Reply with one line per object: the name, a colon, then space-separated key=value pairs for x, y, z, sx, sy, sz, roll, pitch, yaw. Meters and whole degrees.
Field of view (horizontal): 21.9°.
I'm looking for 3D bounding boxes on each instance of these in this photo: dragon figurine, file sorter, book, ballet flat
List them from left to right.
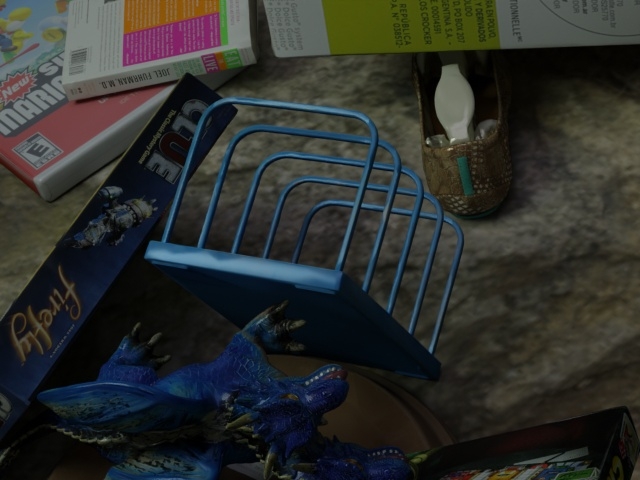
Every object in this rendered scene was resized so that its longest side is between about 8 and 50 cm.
dragon figurine: x=-0.086 y=0.099 z=0.843 sx=0.289 sy=0.085 sz=0.144 roll=-10 pitch=12 yaw=22
book: x=-0.120 y=-0.156 z=1.236 sx=0.144 sy=0.035 sz=0.096 roll=-10 pitch=46 yaw=8
file sorter: x=0.000 y=0.000 z=0.951 sx=0.118 sy=0.170 sz=0.104 roll=8 pitch=74 yaw=25
ballet flat: x=0.096 y=-0.105 z=1.123 sx=0.073 sy=0.067 sz=0.206 roll=-13 pitch=43 yaw=6

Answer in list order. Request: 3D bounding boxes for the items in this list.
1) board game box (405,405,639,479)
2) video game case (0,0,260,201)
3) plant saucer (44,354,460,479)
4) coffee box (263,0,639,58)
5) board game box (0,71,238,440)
board game box: x=0.015 y=0.148 z=0.772 sx=0.260 sy=0.030 sz=0.136 roll=-17 pitch=21 yaw=30
video game case: x=-0.209 y=-0.152 z=1.302 sx=0.204 sy=0.025 sz=0.285 roll=-37 pitch=46 yaw=-20
plant saucer: x=-0.048 y=0.163 z=0.916 sx=0.278 sy=0.041 sz=0.278 roll=-10 pitch=43 yaw=9
coffee box: x=0.136 y=-0.346 z=1.116 sx=0.334 sy=0.338 sz=0.337 roll=-1 pitch=32 yaw=16
board game box: x=-0.151 y=0.025 z=1.009 sx=0.042 sy=0.165 sz=0.243 roll=36 pitch=55 yaw=-6
